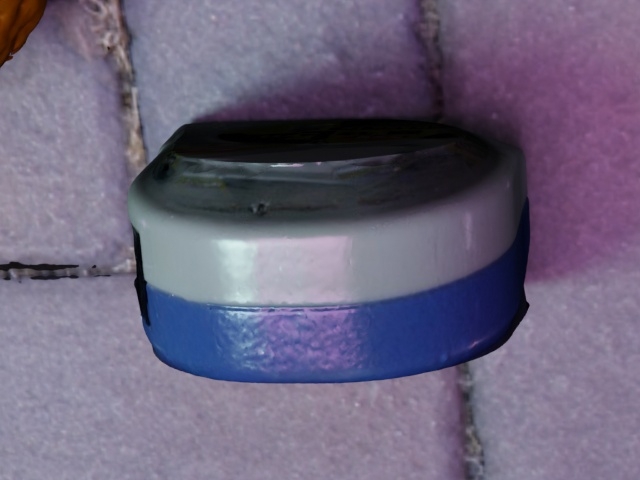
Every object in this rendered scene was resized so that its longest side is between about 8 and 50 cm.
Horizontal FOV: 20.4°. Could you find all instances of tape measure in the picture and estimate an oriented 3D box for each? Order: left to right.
[{"bbox_3d":[0.000,-0.002,1.162,0.259,0.262,0.138,-2,101,12],"label":"tape measure"}]

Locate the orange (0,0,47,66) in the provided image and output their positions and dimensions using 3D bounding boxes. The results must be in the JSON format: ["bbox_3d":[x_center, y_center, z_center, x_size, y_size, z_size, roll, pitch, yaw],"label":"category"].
[{"bbox_3d":[-0.335,-0.214,1.108,0.293,0.341,0.340,28,124,47],"label":"orange"}]
